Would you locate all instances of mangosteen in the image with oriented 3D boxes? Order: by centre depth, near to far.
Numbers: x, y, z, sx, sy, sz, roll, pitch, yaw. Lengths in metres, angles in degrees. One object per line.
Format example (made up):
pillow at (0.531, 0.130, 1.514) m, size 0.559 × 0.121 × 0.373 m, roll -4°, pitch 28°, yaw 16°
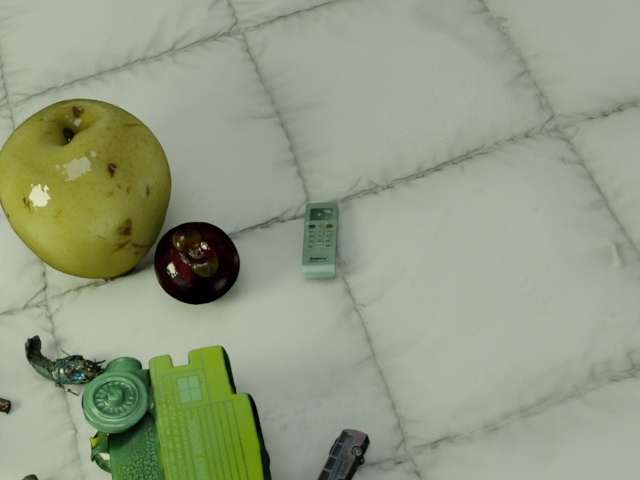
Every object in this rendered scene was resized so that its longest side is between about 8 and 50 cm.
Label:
mangosteen at (-0.213, 0.033, 1.977) m, size 0.152 × 0.152 × 0.153 m, roll -4°, pitch 54°, yaw 6°

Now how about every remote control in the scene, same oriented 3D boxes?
remote control at (0.000, 0.000, 2.043) m, size 0.061 × 0.029 × 0.162 m, roll -1°, pitch 50°, yaw 6°

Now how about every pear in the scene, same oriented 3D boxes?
pear at (-0.406, -0.090, 2.013) m, size 0.309 × 0.309 × 0.309 m, roll -4°, pitch 54°, yaw 6°

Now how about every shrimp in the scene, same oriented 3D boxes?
shrimp at (-0.422, 0.215, 1.943) m, size 0.174 × 0.076 × 0.082 m, roll 17°, pitch 18°, yaw 24°

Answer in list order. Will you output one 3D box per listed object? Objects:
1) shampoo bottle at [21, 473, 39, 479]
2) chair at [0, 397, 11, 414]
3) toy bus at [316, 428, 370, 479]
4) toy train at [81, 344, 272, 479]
shampoo bottle at (-0.417, 0.432, 1.788) m, size 0.080 × 0.040 × 0.165 m, roll -34°, pitch 58°, yaw -14°
chair at (-0.695, 0.260, 1.871) m, size 0.326 × 0.176 × 0.183 m, roll 14°, pitch 50°, yaw 14°
toy bus at (0.030, 0.353, 1.782) m, size 0.052 × 0.037 × 0.131 m, roll 16°, pitch 60°, yaw 25°
toy train at (-0.209, 0.356, 1.736) m, size 0.272 × 0.179 × 0.442 m, roll -9°, pitch 52°, yaw -8°
